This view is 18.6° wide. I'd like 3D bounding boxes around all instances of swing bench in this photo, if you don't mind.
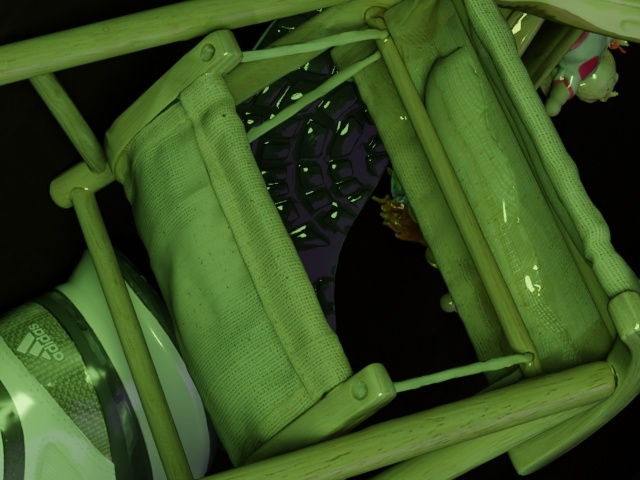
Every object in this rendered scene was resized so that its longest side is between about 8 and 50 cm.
[{"bbox_3d":[0.000,0.000,0.931,0.254,0.253,0.165,-22,157,1],"label":"swing bench"}]

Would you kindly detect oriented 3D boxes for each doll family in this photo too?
[{"bbox_3d":[0.112,-0.075,1.336,0.263,0.118,0.163,-61,155,-16],"label":"doll family"}]

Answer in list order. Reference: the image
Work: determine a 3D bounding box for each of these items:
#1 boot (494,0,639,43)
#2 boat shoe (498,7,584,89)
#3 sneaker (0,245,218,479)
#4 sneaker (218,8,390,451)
[{"bbox_3d":[0.125,-0.226,1.050,0.262,0.095,0.203,11,110,-30],"label":"boot"},{"bbox_3d":[0.169,-0.184,1.219,0.341,0.110,0.121,-47,158,0],"label":"boat shoe"},{"bbox_3d":[-0.195,0.205,1.198,0.257,0.169,0.447,-29,145,-20],"label":"sneaker"},{"bbox_3d":[-0.036,-0.021,1.168,0.107,0.124,0.283,7,109,-18],"label":"sneaker"}]
